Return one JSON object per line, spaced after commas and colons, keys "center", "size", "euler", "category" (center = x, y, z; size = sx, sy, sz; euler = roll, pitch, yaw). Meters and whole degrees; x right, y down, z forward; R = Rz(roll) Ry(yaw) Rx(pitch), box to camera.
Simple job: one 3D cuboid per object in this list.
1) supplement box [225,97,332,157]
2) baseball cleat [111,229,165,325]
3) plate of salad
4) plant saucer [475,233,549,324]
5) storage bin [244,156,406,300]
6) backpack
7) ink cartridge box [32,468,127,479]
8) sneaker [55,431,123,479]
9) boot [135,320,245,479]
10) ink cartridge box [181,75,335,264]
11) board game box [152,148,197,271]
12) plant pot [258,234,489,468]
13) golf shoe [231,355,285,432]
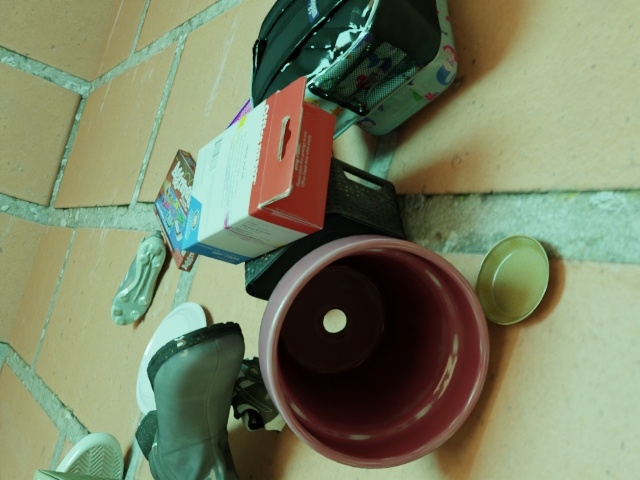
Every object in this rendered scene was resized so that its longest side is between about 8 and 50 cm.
{"center": [-0.055, -0.095, 0.962], "size": [0.114, 0.111, 0.220], "euler": [-43, 41, 36], "category": "supplement box"}
{"center": [-0.362, 0.075, 1.410], "size": [0.206, 0.072, 0.109], "euler": [-58, 18, 17], "category": "baseball cleat"}
{"center": [-0.245, 0.199, 1.162], "size": [0.199, 0.048, 0.200], "euler": [-32, 42, 34], "category": "plate of salad"}
{"center": [0.175, 0.036, 0.622], "size": [0.083, 0.015, 0.083], "euler": [-34, 46, 45], "category": "plant saucer"}
{"center": [0.000, 0.000, 0.812], "size": [0.180, 0.122, 0.084], "euler": [-43, 41, 37], "category": "storage bin"}
{"center": [0.030, -0.234, 0.827], "size": [0.253, 0.191, 0.225], "euler": [-32, 45, 37], "category": "backpack"}
{"center": [-0.300, 0.397, 0.998], "size": [0.234, 0.193, 0.088], "euler": [-14, 62, 55], "category": "ink cartridge box"}
{"center": [-0.475, 0.483, 1.285], "size": [0.148, 0.131, 0.350], "euler": [40, 108, 52], "category": "sneaker"}
{"center": [-0.124, 0.261, 0.818], "size": [0.223, 0.118, 0.338], "euler": [61, 149, 30], "category": "boot"}
{"center": [-0.059, -0.066, 0.745], "size": [0.231, 0.078, 0.134], "euler": [-21, 57, 52], "category": "ink cartridge box"}
{"center": [-0.270, -0.067, 1.365], "size": [0.145, 0.027, 0.281], "euler": [-61, 32, 14], "category": "board game box"}
{"center": [0.031, 0.090, 0.667], "size": [0.180, 0.201, 0.201], "euler": [-163, 92, -74], "category": "plant pot"}
{"center": [-0.099, 0.197, 0.907], "size": [0.198, 0.077, 0.094], "euler": [-6, 69, 58], "category": "golf shoe"}
